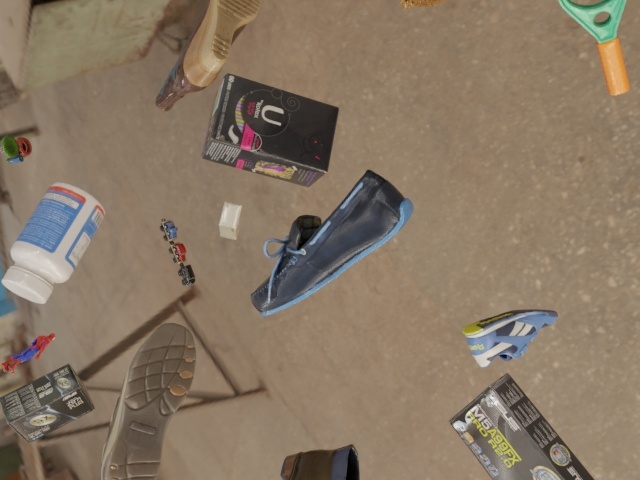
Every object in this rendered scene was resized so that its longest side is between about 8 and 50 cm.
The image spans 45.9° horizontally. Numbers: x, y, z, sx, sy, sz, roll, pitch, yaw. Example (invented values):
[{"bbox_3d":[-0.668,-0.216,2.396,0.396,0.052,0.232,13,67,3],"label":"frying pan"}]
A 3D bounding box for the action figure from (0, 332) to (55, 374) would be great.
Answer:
[{"bbox_3d":[-0.551,0.212,1.441,0.038,0.115,0.030,4,123,34],"label":"action figure"}]

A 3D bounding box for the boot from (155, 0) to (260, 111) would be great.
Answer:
[{"bbox_3d":[-0.215,-0.369,1.390,0.090,0.248,0.207,33,146,-27],"label":"boot"}]

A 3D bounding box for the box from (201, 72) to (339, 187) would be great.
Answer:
[{"bbox_3d":[-0.114,-0.243,1.706,0.143,0.270,0.165,150,132,-68],"label":"box"}]

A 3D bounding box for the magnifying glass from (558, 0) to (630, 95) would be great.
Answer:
[{"bbox_3d":[0.372,-0.286,0.995,0.092,0.026,0.231,-16,134,21],"label":"magnifying glass"}]

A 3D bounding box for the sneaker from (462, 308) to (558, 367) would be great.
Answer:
[{"bbox_3d":[0.258,0.127,1.018,0.053,0.144,0.059,164,92,-70],"label":"sneaker"}]

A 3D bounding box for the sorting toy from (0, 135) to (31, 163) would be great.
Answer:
[{"bbox_3d":[-0.710,-0.208,1.741,0.042,0.102,0.061,-8,93,17],"label":"sorting toy"}]

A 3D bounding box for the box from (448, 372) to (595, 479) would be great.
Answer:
[{"bbox_3d":[0.404,0.430,1.543,0.270,0.060,0.216,53,150,18],"label":"box"}]

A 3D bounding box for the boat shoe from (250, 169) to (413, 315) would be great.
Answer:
[{"bbox_3d":[0.000,0.000,0.949,0.258,0.109,0.089,-38,96,25],"label":"boat shoe"}]

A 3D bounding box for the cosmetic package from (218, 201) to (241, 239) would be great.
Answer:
[{"bbox_3d":[-0.205,-0.044,1.731,0.115,0.041,0.060,118,166,-78],"label":"cosmetic package"}]

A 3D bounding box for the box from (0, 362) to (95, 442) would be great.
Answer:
[{"bbox_3d":[-0.663,0.398,1.843,0.077,0.180,0.147,55,161,28],"label":"box"}]

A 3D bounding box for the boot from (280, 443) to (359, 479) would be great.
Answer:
[{"bbox_3d":[-0.002,0.369,1.050,0.082,0.106,0.219,60,-163,-27],"label":"boot"}]

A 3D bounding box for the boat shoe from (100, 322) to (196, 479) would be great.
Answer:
[{"bbox_3d":[-0.357,0.331,1.500,0.132,0.355,0.130,30,152,-23],"label":"boat shoe"}]

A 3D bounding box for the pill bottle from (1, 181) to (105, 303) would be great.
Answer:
[{"bbox_3d":[-0.528,0.006,1.486,0.124,0.221,0.124,19,154,10],"label":"pill bottle"}]

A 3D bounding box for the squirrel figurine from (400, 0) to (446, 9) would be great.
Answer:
[{"bbox_3d":[0.203,-0.460,1.037,0.397,0.370,0.281,-17,94,25],"label":"squirrel figurine"}]

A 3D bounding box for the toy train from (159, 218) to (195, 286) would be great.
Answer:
[{"bbox_3d":[-0.311,0.024,1.653,0.036,0.027,0.158,-21,91,40],"label":"toy train"}]
